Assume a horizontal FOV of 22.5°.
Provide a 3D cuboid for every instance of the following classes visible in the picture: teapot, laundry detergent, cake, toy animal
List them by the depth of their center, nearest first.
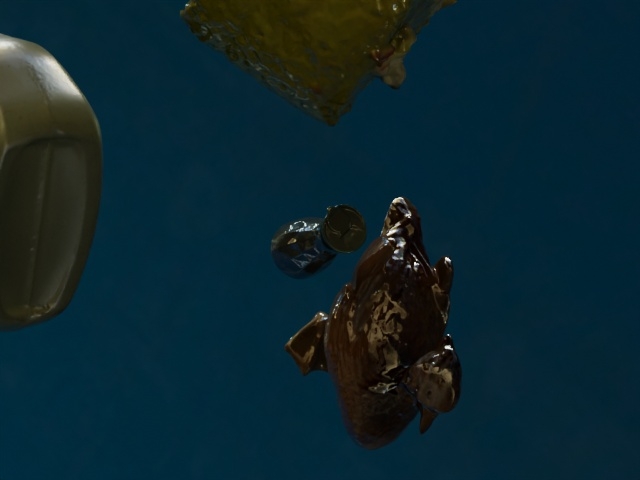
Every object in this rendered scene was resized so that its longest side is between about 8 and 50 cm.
[{"bbox_3d":[-0.237,-0.059,1.024,0.253,0.091,0.181,34,-57,44],"label":"laundry detergent"},{"bbox_3d":[0.032,-0.204,1.066,0.156,0.179,0.260,37,-142,-2],"label":"cake"},{"bbox_3d":[0.000,0.000,1.090,0.043,0.111,0.043,2,-98,-17],"label":"teapot"},{"bbox_3d":[0.056,0.053,1.111,0.179,0.089,0.188,-13,-118,63],"label":"toy animal"}]
